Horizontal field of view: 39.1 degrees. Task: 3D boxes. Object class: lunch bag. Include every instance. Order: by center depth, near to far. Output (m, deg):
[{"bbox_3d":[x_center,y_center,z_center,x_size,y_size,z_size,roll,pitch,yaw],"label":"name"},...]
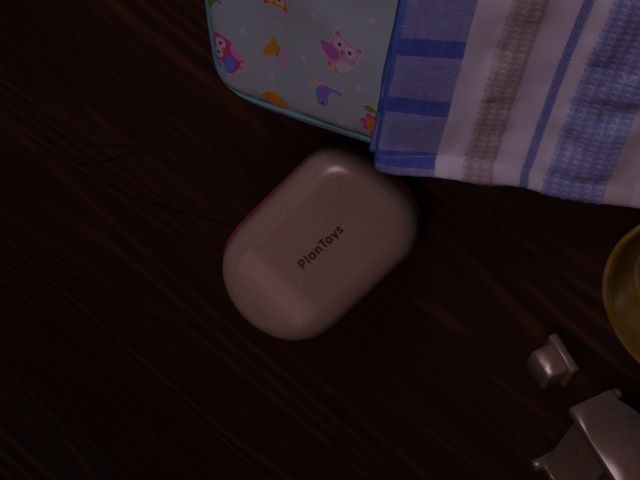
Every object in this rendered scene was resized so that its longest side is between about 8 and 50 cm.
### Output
[{"bbox_3d":[0.023,-0.199,0.805,0.279,0.108,0.224,24,141,27],"label":"lunch bag"}]

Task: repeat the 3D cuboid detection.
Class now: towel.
[{"bbox_3d":[0.188,-0.111,0.693,0.285,0.034,0.209,9,137,1],"label":"towel"}]

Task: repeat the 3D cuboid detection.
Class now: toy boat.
[{"bbox_3d":[0.000,0.000,1.002,0.231,0.151,0.151,-43,92,12],"label":"toy boat"}]

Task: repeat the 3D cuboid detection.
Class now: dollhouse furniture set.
[{"bbox_3d":[0.369,0.292,1.014,0.303,0.173,0.356,92,153,-61],"label":"dollhouse furniture set"}]

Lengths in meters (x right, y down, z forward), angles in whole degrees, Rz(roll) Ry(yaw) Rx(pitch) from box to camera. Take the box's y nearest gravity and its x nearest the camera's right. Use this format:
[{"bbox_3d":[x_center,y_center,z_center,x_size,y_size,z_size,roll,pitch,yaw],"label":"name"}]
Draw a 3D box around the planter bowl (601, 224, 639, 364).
[{"bbox_3d":[0.351,0.040,0.735,0.217,0.090,0.217,27,141,24],"label":"planter bowl"}]
